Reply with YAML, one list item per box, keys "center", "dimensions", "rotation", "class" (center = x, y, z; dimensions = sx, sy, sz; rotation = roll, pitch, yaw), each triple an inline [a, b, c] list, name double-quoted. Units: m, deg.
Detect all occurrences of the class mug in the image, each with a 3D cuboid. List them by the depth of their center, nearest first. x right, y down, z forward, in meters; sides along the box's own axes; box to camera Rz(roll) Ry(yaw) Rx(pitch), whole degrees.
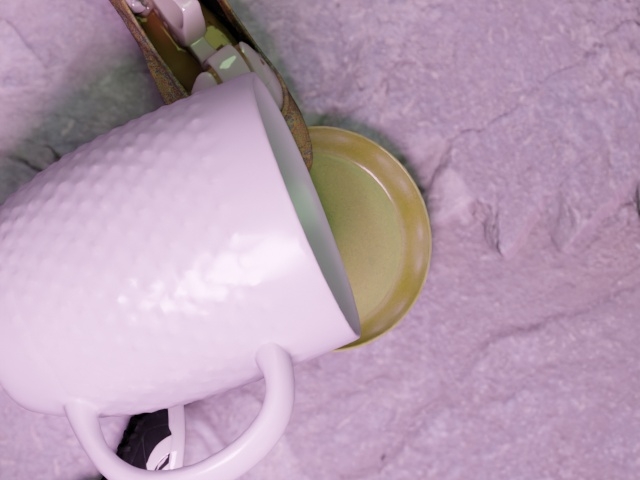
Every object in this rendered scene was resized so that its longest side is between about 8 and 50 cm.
- center: [-0.149, 0.066, 1.817]
  dimensions: [0.328, 0.276, 0.374]
  rotation: [-22, 61, 6]
  class: "mug"

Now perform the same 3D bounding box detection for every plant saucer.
- center: [0.000, 0.000, 2.037]
  dimensions: [0.241, 0.037, 0.241]
  rotation: [2, 82, -17]
  class: "plant saucer"

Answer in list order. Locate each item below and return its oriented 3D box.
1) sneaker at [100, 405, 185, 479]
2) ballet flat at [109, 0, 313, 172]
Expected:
- center: [-0.202, 0.232, 1.919]
  dimensions: [0.121, 0.079, 0.217]
  rotation: [2, 83, -18]
  class: "sneaker"
- center: [-0.123, -0.202, 1.958]
  dimensions: [0.123, 0.123, 0.348]
  rotation: [-34, 88, -19]
  class: "ballet flat"
